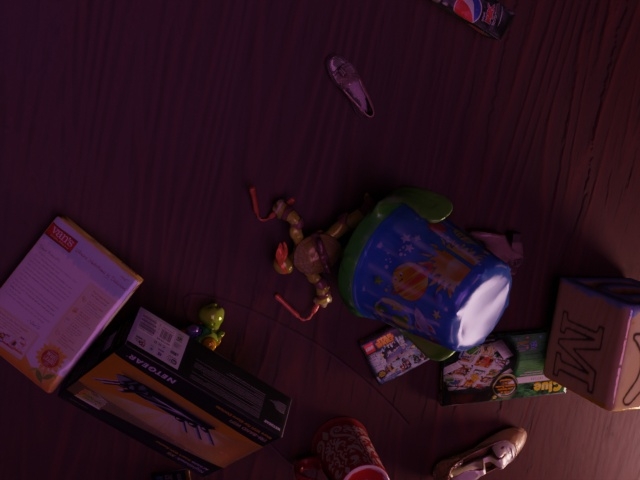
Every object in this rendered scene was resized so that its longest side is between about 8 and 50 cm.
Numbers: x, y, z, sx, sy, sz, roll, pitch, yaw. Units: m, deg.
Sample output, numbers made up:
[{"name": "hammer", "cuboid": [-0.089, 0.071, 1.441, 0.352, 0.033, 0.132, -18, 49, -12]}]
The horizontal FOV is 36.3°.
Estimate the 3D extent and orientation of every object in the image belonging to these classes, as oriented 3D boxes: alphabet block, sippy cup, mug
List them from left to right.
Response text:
[{"name": "mug", "cuboid": [0.045, 0.419, 1.763, 0.150, 0.169, 0.113, -43, 112, -1]}, {"name": "sippy cup", "cuboid": [0.186, 0.065, 1.627, 0.305, 0.224, 0.240, 31, 89, -54]}, {"name": "alphabet block", "cuboid": [0.554, 0.186, 1.803, 0.192, 0.193, 0.197, 2, 103, -26]}]

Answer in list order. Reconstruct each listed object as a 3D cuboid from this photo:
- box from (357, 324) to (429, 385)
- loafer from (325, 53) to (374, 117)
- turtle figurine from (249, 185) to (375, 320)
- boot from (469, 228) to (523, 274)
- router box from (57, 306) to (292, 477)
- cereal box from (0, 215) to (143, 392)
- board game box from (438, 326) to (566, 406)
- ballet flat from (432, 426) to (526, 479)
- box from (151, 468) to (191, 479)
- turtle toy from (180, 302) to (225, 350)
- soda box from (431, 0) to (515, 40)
[{"name": "box", "cuboid": [0.148, 0.197, 1.804, 0.137, 0.027, 0.094, -29, 109, -6]}, {"name": "loafer", "cuboid": [0.055, -0.260, 1.646, 0.045, 0.039, 0.125, -37, 111, -2]}, {"name": "turtle figurine", "cuboid": [0.000, 0.000, 1.678, 0.217, 0.087, 0.270, -24, 110, -7]}, {"name": "boot", "cuboid": [0.322, 0.024, 1.796, 0.118, 0.042, 0.087, 5, 106, -16]}, {"name": "router box", "cuboid": [-0.242, 0.261, 1.619, 0.308, 0.081, 0.243, 34, 135, -20]}, {"name": "cereal box", "cuboid": [-0.429, 0.103, 1.590, 0.173, 0.047, 0.240, 40, 93, -1]}, {"name": "board game box", "cuboid": [0.352, 0.240, 1.871, 0.259, 0.030, 0.136, -3, 104, -14]}, {"name": "ballet flat", "cuboid": [0.319, 0.430, 1.893, 0.206, 0.067, 0.073, -26, 110, -7]}, {"name": "box", "cuboid": [-0.233, 0.580, 1.654, 0.079, 0.322, 0.257, -4, 106, -12]}, {"name": "turtle toy", "cuboid": [-0.208, 0.167, 1.676, 0.066, 0.095, 0.130, 43, 90, 0]}, {"name": "soda box", "cuboid": [0.242, -0.403, 1.645, 0.168, 0.060, 0.053, 27, 98, -20]}]
